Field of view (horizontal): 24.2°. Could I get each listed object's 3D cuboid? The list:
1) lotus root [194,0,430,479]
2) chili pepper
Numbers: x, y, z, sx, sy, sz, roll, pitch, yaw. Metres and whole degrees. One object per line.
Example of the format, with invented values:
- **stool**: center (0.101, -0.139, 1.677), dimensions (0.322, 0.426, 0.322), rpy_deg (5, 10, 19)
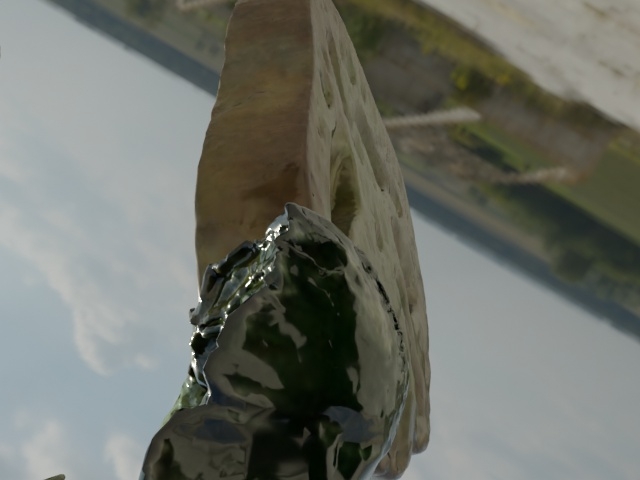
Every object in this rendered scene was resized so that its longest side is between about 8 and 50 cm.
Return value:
- **lotus root**: center (0.000, 0.000, 1.107), dimensions (0.111, 0.375, 0.390), rpy_deg (-11, -170, 14)
- **chili pepper**: center (-0.061, 0.103, 0.513), dimensions (0.148, 0.264, 0.116), rpy_deg (14, -139, -48)
